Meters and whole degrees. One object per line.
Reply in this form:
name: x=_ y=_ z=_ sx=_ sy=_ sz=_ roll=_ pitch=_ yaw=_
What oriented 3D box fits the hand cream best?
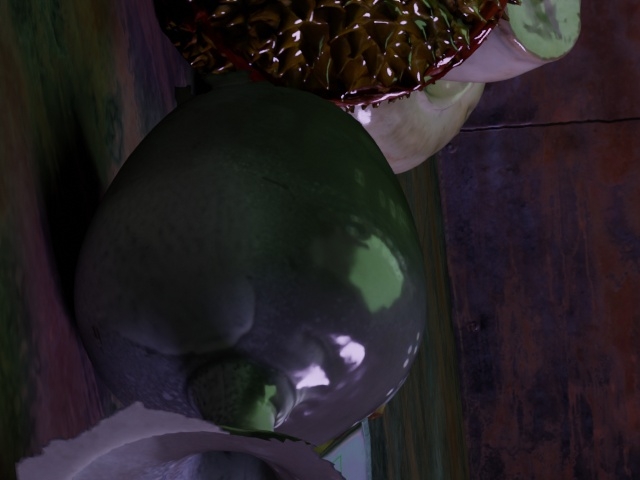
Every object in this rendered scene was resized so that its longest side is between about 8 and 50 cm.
hand cream: x=-0.026 y=0.233 z=1.522 sx=0.275 sy=0.050 sz=0.079 roll=-33 pitch=152 yaw=-54

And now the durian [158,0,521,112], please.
durian: x=0.013 y=-0.256 z=1.466 sx=0.384 sy=0.347 sz=0.348 roll=-165 pitch=-110 yaw=-69

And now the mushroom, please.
mushroom: x=0.060 y=-0.222 z=1.902 sx=0.356 sy=0.315 sz=0.315 roll=142 pitch=-54 yaw=-84

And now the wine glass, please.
wine glass: x=-0.051 y=0.060 z=1.177 sx=0.323 sy=0.238 sz=0.238 roll=-87 pitch=170 yaw=-49

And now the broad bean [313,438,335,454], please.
broad bean: x=-0.005 y=0.183 z=1.956 sx=0.325 sy=0.067 sz=0.075 roll=83 pitch=-8 yaw=-47

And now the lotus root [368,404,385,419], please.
lotus root: x=0.053 y=0.091 z=2.298 sx=0.110 sy=0.097 sz=0.258 roll=4 pitch=91 yaw=-74
